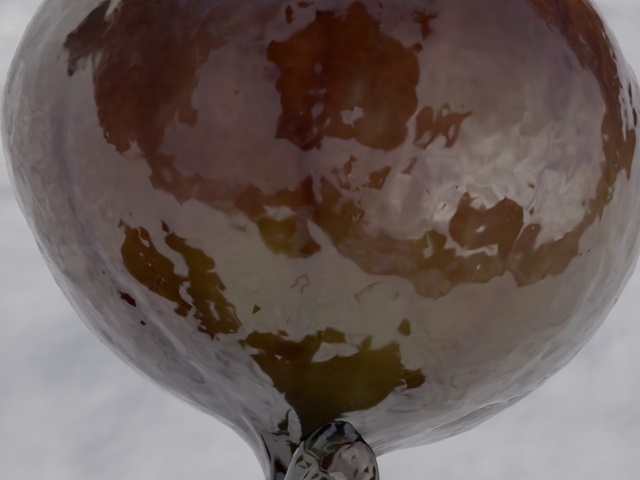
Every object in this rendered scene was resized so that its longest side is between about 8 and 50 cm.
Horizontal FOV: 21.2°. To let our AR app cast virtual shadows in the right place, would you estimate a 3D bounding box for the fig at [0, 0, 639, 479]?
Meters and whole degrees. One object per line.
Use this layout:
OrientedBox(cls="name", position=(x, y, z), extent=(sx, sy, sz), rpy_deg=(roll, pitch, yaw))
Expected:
OrientedBox(cls="fig", position=(0.000, -0.017, 0.614), extent=(0.235, 0.214, 0.235), rpy_deg=(12, 9, -2))
